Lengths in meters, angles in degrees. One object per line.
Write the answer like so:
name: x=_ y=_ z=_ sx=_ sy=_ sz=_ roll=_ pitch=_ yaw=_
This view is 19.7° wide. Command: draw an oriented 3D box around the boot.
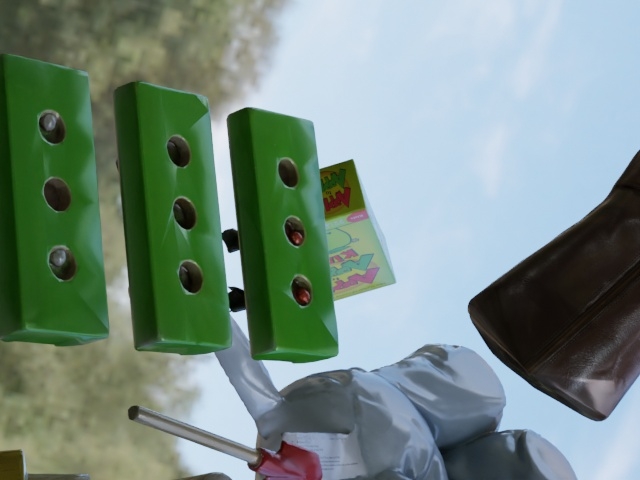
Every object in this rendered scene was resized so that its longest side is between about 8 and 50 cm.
boot: x=0.115 y=0.026 z=0.577 sx=0.114 sy=0.106 sz=0.037 roll=-41 pitch=160 yaw=-28

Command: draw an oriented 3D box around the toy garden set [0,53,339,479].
toy garden set: x=-0.089 y=0.038 z=0.723 sx=0.049 sy=0.244 sz=0.204 roll=-17 pitch=-107 yaw=39

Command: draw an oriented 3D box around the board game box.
board game box: x=0.000 y=0.000 z=1.435 sx=0.181 sy=0.092 sz=0.043 roll=64 pitch=11 yaw=-69

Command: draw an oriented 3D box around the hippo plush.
hippo plush: x=0.010 y=0.207 z=1.145 sx=0.236 sy=0.294 sz=0.234 roll=-49 pitch=-125 yaw=25
